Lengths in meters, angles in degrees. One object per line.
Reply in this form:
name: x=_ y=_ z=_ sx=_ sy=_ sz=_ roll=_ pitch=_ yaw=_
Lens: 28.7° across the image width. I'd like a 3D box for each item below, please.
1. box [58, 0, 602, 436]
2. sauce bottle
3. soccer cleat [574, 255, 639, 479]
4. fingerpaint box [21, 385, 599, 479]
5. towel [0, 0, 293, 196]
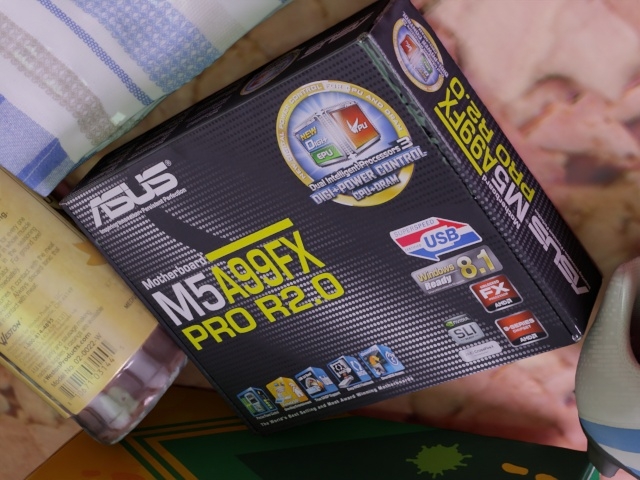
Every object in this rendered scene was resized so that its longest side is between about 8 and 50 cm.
box: x=0.000 y=0.000 z=0.764 sx=0.270 sy=0.060 sz=0.216 roll=-22 pitch=114 yaw=38
sauce bottle: x=-0.238 y=-0.009 z=0.846 sx=0.344 sy=0.111 sz=0.111 roll=44 pitch=133 yaw=-10
soccer cleat: x=0.265 y=0.113 z=0.622 sx=0.331 sy=0.116 sz=0.143 roll=29 pitch=129 yaw=38
fingerpaint box: x=0.010 y=0.353 z=0.903 sx=0.371 sy=0.163 sz=0.445 roll=6 pitch=116 yaw=28
towel: x=-0.159 y=-0.146 z=0.715 sx=0.209 sy=0.034 sz=0.285 roll=40 pitch=132 yaw=-23
